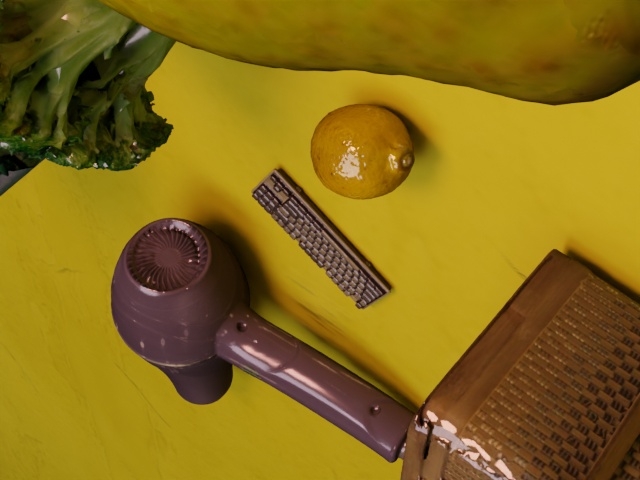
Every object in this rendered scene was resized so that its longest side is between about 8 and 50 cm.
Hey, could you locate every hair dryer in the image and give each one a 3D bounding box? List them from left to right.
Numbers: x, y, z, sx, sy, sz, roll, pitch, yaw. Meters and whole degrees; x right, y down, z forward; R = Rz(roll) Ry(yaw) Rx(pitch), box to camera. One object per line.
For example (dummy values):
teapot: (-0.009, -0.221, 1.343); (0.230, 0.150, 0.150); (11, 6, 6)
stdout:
hair dryer: (-0.020, 0.136, 1.162); (0.361, 0.121, 0.301); (31, 160, 15)

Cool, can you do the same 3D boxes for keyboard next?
keyboard: (0.000, 0.000, 1.014); (0.129, 0.015, 0.049); (47, 154, -4)

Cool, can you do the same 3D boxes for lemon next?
lemon: (0.028, -0.056, 0.843); (0.083, 0.062, 0.062); (16, 141, 48)

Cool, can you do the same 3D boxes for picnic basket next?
picnic basket: (0.151, 0.150, 0.844); (0.139, 0.165, 0.267); (34, 152, 20)

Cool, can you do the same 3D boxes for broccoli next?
broccoli: (-0.130, -0.177, 0.767); (0.269, 0.269, 0.254); (38, -164, 15)

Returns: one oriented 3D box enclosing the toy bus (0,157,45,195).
toy bus: (-0.276, -0.090, 1.040); (0.133, 0.234, 0.116); (-7, 123, 55)

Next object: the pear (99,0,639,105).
pear: (-0.004, -0.172, 0.361); (0.342, 0.238, 0.318); (-35, 88, 31)
